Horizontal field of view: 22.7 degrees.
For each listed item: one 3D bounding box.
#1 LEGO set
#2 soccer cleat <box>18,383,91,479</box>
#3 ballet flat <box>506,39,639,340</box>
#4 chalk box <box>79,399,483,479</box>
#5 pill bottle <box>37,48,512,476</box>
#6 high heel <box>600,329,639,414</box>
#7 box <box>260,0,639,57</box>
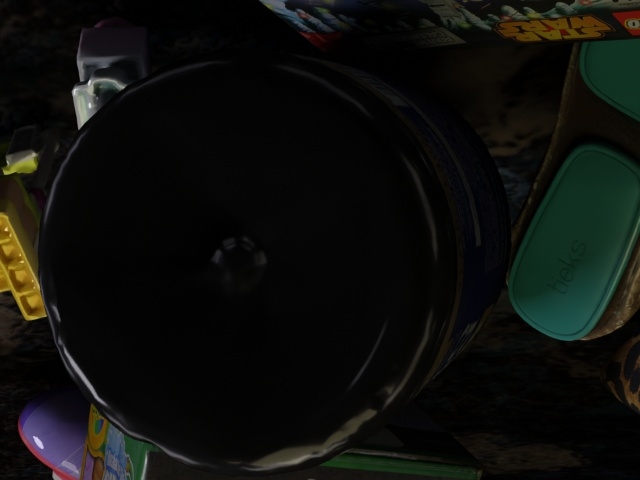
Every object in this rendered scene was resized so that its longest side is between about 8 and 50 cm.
[{"bbox_3d":[-0.199,-0.038,0.596,0.287,0.107,0.132,5,123,-3],"label":"LEGO set"},{"bbox_3d":[-0.062,0.119,0.987,0.248,0.083,0.095,18,122,-27],"label":"soccer cleat"},{"bbox_3d":[0.121,-0.050,0.564,0.073,0.067,0.206,36,136,11],"label":"ballet flat"},{"bbox_3d":[-0.035,0.159,0.868,0.180,0.289,0.179,8,-171,-17],"label":"chalk box"},{"bbox_3d":[0.000,0.000,0.543,0.123,0.122,0.219,-7,-178,14],"label":"pill bottle"},{"bbox_3d":[0.174,0.017,0.752,0.186,0.093,0.261,31,155,-22],"label":"high heel"},{"bbox_3d":[0.038,-0.089,0.485,0.137,0.027,0.094,1,162,34],"label":"box"}]
